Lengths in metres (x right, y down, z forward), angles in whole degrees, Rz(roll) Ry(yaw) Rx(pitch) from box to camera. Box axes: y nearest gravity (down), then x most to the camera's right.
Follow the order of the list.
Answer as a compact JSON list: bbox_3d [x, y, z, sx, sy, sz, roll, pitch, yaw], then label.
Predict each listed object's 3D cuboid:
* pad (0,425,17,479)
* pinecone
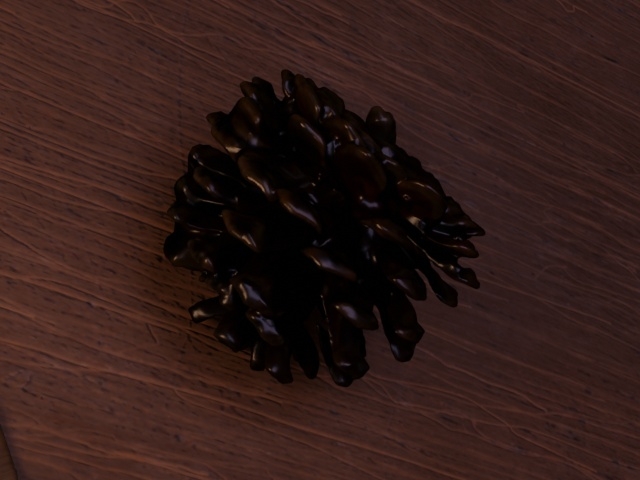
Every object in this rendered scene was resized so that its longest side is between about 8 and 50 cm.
[{"bbox_3d":[-0.483,0.182,1.345,0.286,0.018,0.284,-15,80,-40],"label":"pad"},{"bbox_3d":[0.000,0.000,1.575,0.398,0.398,0.397,15,62,-30],"label":"pinecone"}]
